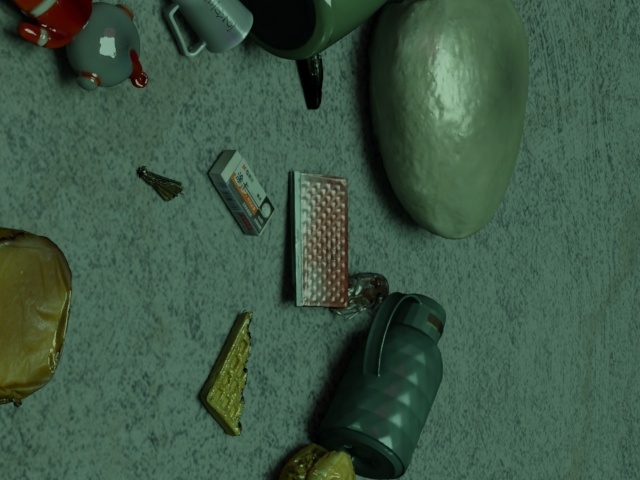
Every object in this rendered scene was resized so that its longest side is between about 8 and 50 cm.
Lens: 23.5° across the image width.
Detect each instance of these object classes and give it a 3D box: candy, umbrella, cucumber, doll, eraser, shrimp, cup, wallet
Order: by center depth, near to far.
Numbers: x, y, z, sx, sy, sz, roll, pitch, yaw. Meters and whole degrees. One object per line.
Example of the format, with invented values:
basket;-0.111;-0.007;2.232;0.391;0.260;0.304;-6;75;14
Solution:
doll;-0.285;-0.260;1.817;0.245;0.076;0.142;46;57;-41
umbrella;-0.206;-0.074;1.984;0.031;0.020;0.083;-47;142;11
cup;-0.156;-0.295;2.006;0.104;0.074;0.116;-47;131;-5
eraser;-0.108;-0.065;2.109;0.052;0.029;0.122;-60;137;-33
cucumber;-0.012;-0.255;2.227;0.033;0.034;0.135;-44;126;-50
wallet;0.000;0.000;2.234;0.103;0.020;0.196;3;82;-37
shrimp;0.045;0.084;2.307;0.165;0.056;0.065;-15;125;-40
candy;0.224;-0.214;2.442;0.386;0.186;0.427;-14;107;-57

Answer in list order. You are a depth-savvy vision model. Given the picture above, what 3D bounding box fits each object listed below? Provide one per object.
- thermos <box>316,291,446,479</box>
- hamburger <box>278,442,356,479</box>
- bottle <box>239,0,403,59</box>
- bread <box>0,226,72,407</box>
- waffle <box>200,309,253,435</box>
thermos;0.103;0.202;2.319;0.286;0.145;0.182;-66;147;-30
hamburger;-0.006;0.373;2.232;0.138;0.083;0.147;-42;126;-49
bottle;0.035;-0.385;2.166;0.347;0.168;0.168;-38;122;-45
bread;-0.369;0.080;1.697;0.199;0.104;0.199;-14;107;-56
waffle;-0.112;0.183;2.124;0.097;0.023;0.152;54;50;-43
